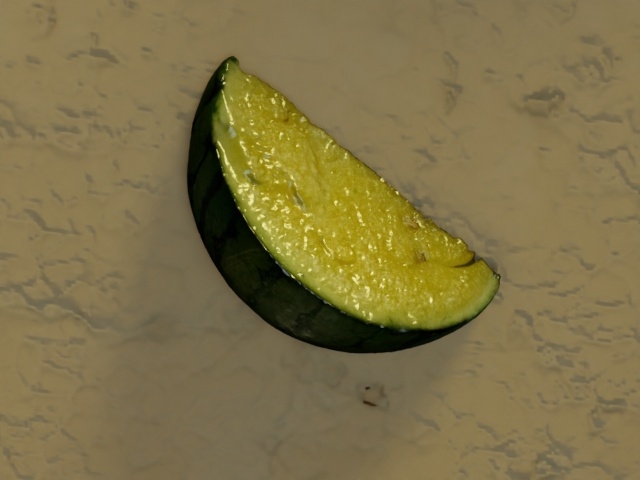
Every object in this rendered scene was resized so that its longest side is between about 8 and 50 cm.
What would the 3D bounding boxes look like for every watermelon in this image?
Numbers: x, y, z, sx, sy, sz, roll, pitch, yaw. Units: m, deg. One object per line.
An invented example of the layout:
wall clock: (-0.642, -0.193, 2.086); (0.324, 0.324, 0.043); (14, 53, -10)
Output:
watermelon: (-0.006, 0.006, 0.715); (0.181, 0.075, 0.092); (37, 51, -12)
